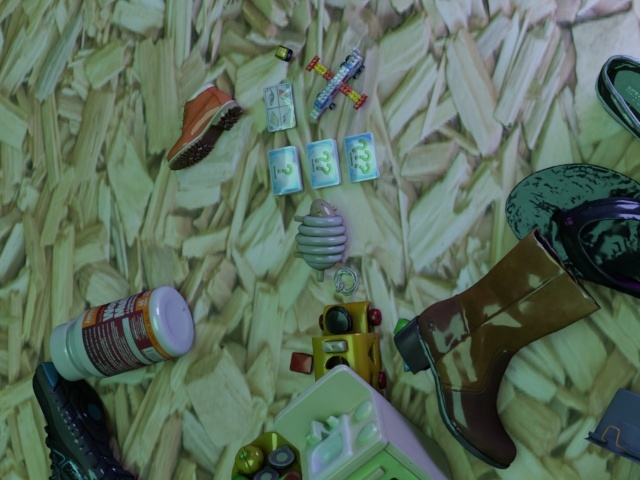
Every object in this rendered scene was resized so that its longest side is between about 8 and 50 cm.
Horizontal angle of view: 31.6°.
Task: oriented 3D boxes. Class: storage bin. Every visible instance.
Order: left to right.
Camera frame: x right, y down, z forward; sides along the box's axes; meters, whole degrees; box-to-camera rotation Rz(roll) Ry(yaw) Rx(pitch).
[{"bbox_3d":[0.444,0.263,1.574,0.135,0.098,0.091,17,81,61],"label":"storage bin"}]

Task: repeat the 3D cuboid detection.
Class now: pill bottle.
[{"bbox_3d":[-0.333,0.160,1.891,0.221,0.121,0.121,-17,81,20],"label":"pill bottle"}]

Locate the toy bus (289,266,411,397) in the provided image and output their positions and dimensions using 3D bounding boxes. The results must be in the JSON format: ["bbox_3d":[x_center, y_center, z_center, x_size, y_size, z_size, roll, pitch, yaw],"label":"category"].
[{"bbox_3d":[0.037,0.169,1.753,0.202,0.104,0.191,40,101,18],"label":"toy bus"}]

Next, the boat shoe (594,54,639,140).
[{"bbox_3d":[0.513,-0.137,1.571,0.335,0.119,0.121,38,100,17],"label":"boat shoe"}]

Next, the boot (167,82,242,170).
[{"bbox_3d":[-0.211,-0.190,1.900,0.158,0.059,0.084,-46,69,4],"label":"boot"}]

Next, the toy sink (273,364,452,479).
[{"bbox_3d":[0.061,0.324,1.661,0.153,0.131,0.234,-41,112,14],"label":"toy sink"}]

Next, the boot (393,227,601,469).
[{"bbox_3d":[0.286,0.163,1.647,0.280,0.096,0.264,-37,76,20],"label":"boot"}]

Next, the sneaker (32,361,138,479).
[{"bbox_3d":[-0.418,0.368,1.913,0.139,0.125,0.341,-34,75,18],"label":"sneaker"}]

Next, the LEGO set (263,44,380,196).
[{"bbox_3d":[-0.011,-0.206,1.820,0.182,0.060,0.244,-9,84,17],"label":"LEGO set"}]

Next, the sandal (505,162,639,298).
[{"bbox_3d":[0.463,0.018,1.590,0.445,0.107,0.168,30,98,21],"label":"sandal"}]

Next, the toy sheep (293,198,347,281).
[{"bbox_3d":[0.000,0.000,1.790,0.091,0.091,0.132,2,102,22],"label":"toy sheep"}]

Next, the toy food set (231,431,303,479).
[{"bbox_3d":[-0.072,0.392,1.770,0.128,0.071,0.218,-35,56,-1],"label":"toy food set"}]
